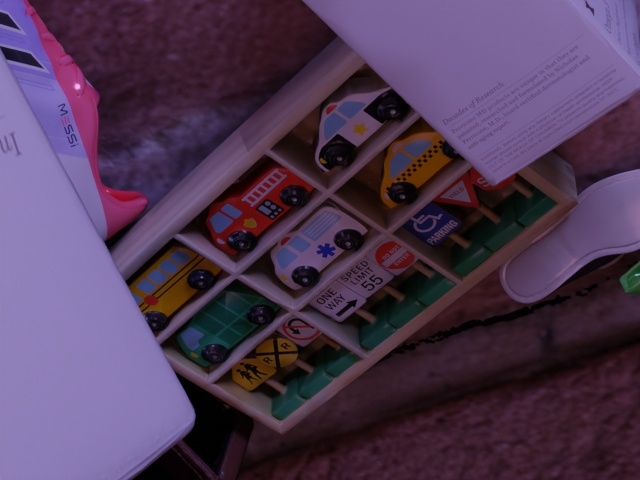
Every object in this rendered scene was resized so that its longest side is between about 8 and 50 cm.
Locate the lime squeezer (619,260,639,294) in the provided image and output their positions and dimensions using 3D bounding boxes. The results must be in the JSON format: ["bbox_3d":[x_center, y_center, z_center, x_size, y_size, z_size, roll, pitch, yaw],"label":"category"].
[{"bbox_3d":[0.262,-0.093,0.984,0.110,0.059,0.310,14,126,-6],"label":"lime squeezer"}]

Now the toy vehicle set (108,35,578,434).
[{"bbox_3d":[0.000,0.000,1.101,0.166,0.035,0.267,33,125,-25],"label":"toy vehicle set"}]

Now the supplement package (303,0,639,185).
[{"bbox_3d":[0.072,-0.137,0.953,0.105,0.105,0.179,-34,119,28],"label":"supplement package"}]

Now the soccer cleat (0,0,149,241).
[{"bbox_3d":[-0.179,-0.100,1.066,0.095,0.083,0.248,-24,116,-11],"label":"soccer cleat"}]

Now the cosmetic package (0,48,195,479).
[{"bbox_3d":[-0.342,0.031,0.926,0.329,0.327,0.393,-25,96,34],"label":"cosmetic package"}]

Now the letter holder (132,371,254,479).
[{"bbox_3d":[-0.234,0.153,1.202,0.302,0.152,0.214,-30,113,28],"label":"letter holder"}]

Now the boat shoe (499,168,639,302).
[{"bbox_3d":[0.161,-0.005,1.083,0.125,0.038,0.046,-39,83,28],"label":"boat shoe"}]
